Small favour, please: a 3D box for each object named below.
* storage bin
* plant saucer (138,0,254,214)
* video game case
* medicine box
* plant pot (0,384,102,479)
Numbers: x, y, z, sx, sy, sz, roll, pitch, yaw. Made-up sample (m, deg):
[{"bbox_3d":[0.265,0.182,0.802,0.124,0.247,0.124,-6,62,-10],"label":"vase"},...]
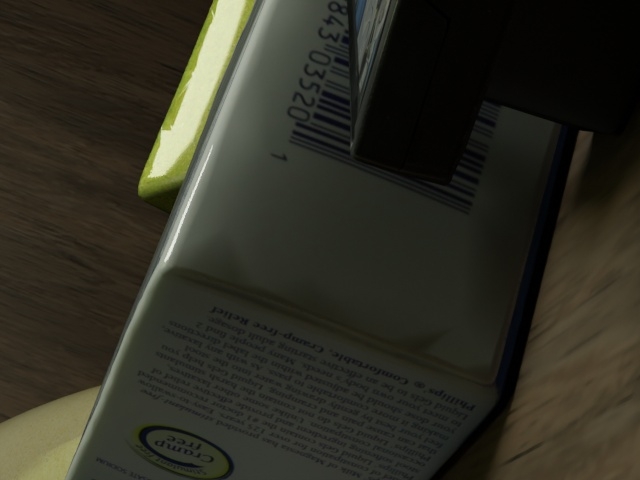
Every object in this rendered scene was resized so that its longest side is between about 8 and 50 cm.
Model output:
[{"bbox_3d":[0.090,-0.106,0.680,0.098,0.091,0.135,-125,58,-84],"label":"storage bin"},{"bbox_3d":[-0.004,-0.075,1.149,0.045,0.188,0.188,-2,63,57],"label":"plant saucer"},{"bbox_3d":[0.059,-0.184,0.518,0.248,0.035,0.275,-90,16,-69],"label":"video game case"},{"bbox_3d":[0.000,0.000,0.841,0.289,0.149,0.263,119,171,-57],"label":"medicine box"},{"bbox_3d":[-0.164,0.214,1.302,0.274,0.256,0.256,-42,22,41],"label":"plant pot"}]
